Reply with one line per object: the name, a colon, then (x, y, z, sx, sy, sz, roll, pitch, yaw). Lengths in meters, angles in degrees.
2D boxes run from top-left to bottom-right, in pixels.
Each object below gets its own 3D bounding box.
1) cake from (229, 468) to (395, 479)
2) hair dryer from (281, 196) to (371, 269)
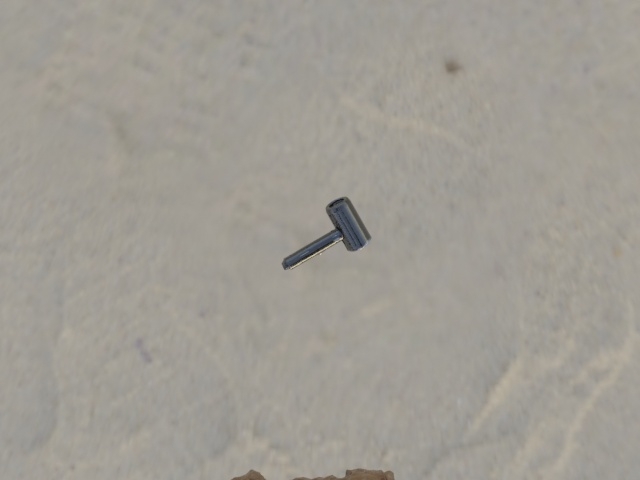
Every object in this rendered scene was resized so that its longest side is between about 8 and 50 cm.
cake: (-0.074, 0.371, 1.649, 0.255, 0.282, 0.290, -7, 89, 28)
hair dryer: (0.000, 0.000, 1.618, 0.083, 0.026, 0.047, -31, 106, 0)
